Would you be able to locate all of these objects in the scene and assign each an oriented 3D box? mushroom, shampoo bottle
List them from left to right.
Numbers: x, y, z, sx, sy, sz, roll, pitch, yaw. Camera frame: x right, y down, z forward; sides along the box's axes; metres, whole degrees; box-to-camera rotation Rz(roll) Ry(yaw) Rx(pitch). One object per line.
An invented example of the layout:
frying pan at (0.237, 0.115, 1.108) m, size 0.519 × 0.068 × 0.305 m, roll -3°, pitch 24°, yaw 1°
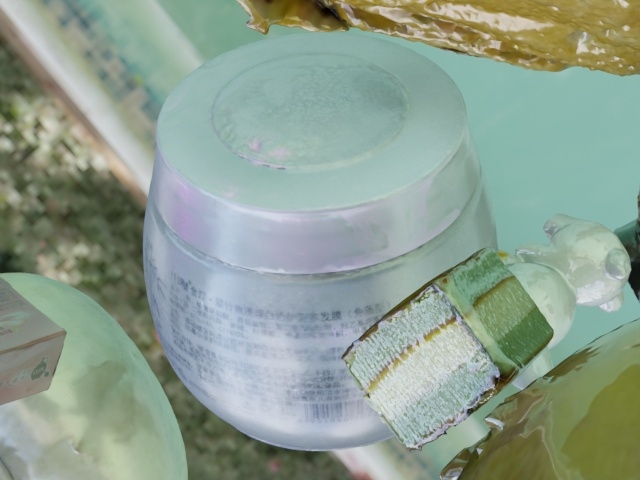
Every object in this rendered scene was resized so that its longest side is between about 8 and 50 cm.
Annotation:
mushroom at (-0.248, 0.184, 1.530) m, size 0.315 × 0.315 × 0.356 m, roll 50°, pitch -172°, yaw -7°
shampoo bottle at (0.000, 0.000, 1.347) m, size 0.273 × 0.273 × 0.266 m, roll 43°, pitch 146°, yaw 43°

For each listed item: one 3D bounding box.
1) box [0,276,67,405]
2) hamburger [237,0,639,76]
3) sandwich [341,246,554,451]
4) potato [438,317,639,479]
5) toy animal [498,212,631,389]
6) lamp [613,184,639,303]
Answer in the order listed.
box at (-0.270, 0.074, 1.262) m, size 0.111 × 0.060 × 0.156 m, roll 36°, pitch -149°, yaw 27°
hamburger at (0.070, -0.181, 0.790) m, size 0.318 × 0.158 × 0.318 m, roll 7°, pitch 166°, yaw 2°
sandwich at (0.108, 0.044, 1.076) m, size 0.079 × 0.163 × 0.113 m, roll 54°, pitch 139°, yaw 5°
potato at (0.215, 0.237, 0.813) m, size 0.319 × 0.385 × 0.442 m, roll 13°, pitch -129°, yaw -55°
toy animal at (0.178, 0.047, 1.471) m, size 0.131 × 0.181 × 0.127 m, roll 56°, pitch 151°, yaw -8°
lamp at (0.388, -0.005, 1.571) m, size 0.247 × 0.247 × 0.247 m, roll 48°, pitch 173°, yaw 8°
